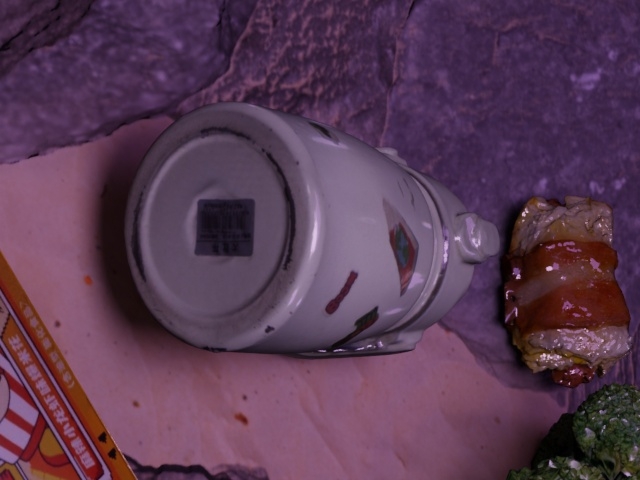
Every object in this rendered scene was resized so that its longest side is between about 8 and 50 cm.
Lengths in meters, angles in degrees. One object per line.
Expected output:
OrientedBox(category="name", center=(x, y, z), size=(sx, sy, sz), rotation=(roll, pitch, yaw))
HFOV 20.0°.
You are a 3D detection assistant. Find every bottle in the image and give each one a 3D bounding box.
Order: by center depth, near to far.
OrientedBox(category="bottle", center=(0.000, 0.000, 1.625), size=(0.351, 0.229, 0.229), rotation=(7, 75, -57))

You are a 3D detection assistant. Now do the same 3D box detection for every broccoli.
OrientedBox(category="broccoli", center=(0.273, 0.324, 1.752), size=(0.321, 0.310, 0.413), rotation=(50, 18, -11))

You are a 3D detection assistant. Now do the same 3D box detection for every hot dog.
OrientedBox(category="hot dog", center=(0.256, 0.053, 1.931), size=(0.146, 0.103, 0.213), rotation=(8, 63, -18))

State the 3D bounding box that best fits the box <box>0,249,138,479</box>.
OrientedBox(category="box", center=(-0.325, 0.148, 1.306), size=(0.259, 0.214, 0.283), rotation=(-39, 106, -39))
